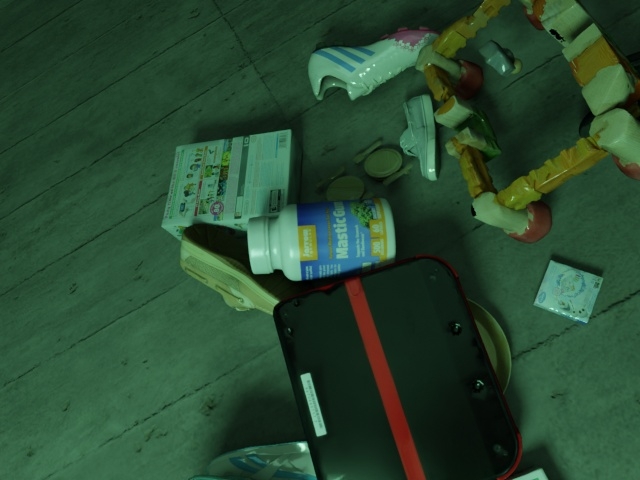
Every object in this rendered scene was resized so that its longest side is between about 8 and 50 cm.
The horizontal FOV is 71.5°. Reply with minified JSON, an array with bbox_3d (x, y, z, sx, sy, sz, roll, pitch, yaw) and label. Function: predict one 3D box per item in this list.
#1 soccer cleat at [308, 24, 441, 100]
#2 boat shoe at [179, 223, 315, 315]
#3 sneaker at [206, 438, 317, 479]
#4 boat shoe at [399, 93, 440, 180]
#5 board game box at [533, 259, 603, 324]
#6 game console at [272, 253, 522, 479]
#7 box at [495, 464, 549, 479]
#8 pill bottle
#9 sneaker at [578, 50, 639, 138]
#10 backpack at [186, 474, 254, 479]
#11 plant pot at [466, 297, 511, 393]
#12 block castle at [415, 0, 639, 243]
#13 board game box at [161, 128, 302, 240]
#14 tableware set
[{"bbox_3d":[0.130,-0.412,1.076,0.331,0.116,0.143,-2,83,18],"label":"soccer cleat"},{"bbox_3d":[-0.153,0.087,0.948,0.341,0.121,0.110,31,120,15],"label":"boat shoe"},{"bbox_3d":[-0.100,0.417,0.801,0.228,0.087,0.092,-13,67,14],"label":"sneaker"},{"bbox_3d":[0.217,-0.224,0.983,0.081,0.079,0.228,-10,60,20],"label":"boat shoe"},{"bbox_3d":[0.448,0.093,0.806,0.090,0.020,0.090,23,77,23],"label":"board game box"},{"bbox_3d":[0.122,0.239,0.767,0.341,0.060,0.387,-20,74,8],"label":"game console"},{"bbox_3d":[0.297,0.538,0.648,0.232,0.058,0.322,-24,62,6],"label":"box"},{"bbox_3d":[0.000,0.000,0.873,0.271,0.152,0.152,-5,66,-3],"label":"pill bottle"},{"bbox_3d":[0.613,-0.299,0.892,0.283,0.107,0.124,-35,46,-2],"label":"sneaker"},{"bbox_3d":[-0.138,0.488,0.691,0.225,0.254,0.191,4,25,19],"label":"backpack"},{"bbox_3d":[0.222,0.214,0.818,0.236,0.032,0.236,-6,68,14],"label":"plant pot"},{"bbox_3d":[0.392,-0.255,0.825,0.303,0.212,0.454,-39,51,42],"label":"block castle"},{"bbox_3d":[-0.203,-0.125,1.053,0.303,0.097,0.224,-3,66,14],"label":"board game box"},{"bbox_3d":[0.102,-0.133,0.997,0.194,0.039,0.128,-36,51,-6],"label":"tableware set"}]
